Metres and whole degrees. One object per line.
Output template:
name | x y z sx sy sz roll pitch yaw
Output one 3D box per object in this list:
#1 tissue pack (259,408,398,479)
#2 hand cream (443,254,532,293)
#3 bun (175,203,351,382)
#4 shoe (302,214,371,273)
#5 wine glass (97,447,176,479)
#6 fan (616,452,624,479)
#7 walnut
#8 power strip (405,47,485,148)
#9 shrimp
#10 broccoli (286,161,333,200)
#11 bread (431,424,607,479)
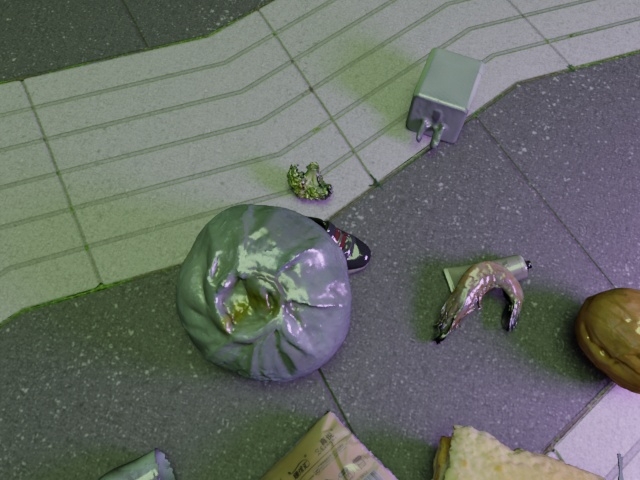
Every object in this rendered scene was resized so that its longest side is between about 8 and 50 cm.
tissue pack | 0.000 0.463 0.900 0.256 0.123 0.215 -41 54 -19
hand cream | 0.373 0.077 1.134 0.186 0.054 0.087 -16 71 0
bun | -0.108 0.105 0.993 0.361 0.211 0.362 0 89 -1
shoe | 0.000 0.000 1.128 0.227 0.112 0.099 16 66 8
wine glass | -0.375 0.466 0.918 0.222 0.103 0.103 -31 70 -13
fan | 0.491 0.423 0.840 0.113 0.005 0.175 25 42 9
walnut | 0.612 0.190 1.004 0.195 0.195 0.221 -39 62 -16
power strip | 0.295 -0.334 1.266 0.139 0.140 0.224 21 67 7
shrimp | 0.335 0.152 1.090 0.152 0.046 0.219 40 85 1
broccoli | -0.023 -0.137 1.203 0.095 0.092 0.097 -8 48 -26
bread | 0.363 0.489 0.863 0.375 0.165 0.237 20 44 9
